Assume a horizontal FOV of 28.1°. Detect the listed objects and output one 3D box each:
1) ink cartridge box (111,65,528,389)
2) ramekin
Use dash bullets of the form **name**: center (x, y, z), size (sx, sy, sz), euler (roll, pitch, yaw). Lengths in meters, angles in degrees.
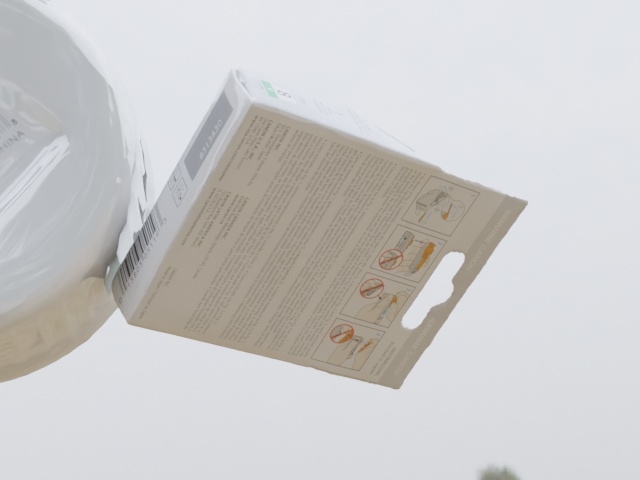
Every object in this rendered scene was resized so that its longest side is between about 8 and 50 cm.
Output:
- **ink cartridge box**: center (0.000, 0.000, 0.854), size (0.225, 0.056, 0.181), euler (16, -61, -32)
- **ramekin**: center (-0.247, -0.045, 0.855), size (0.277, 0.277, 0.135), euler (-3, -12, -10)
